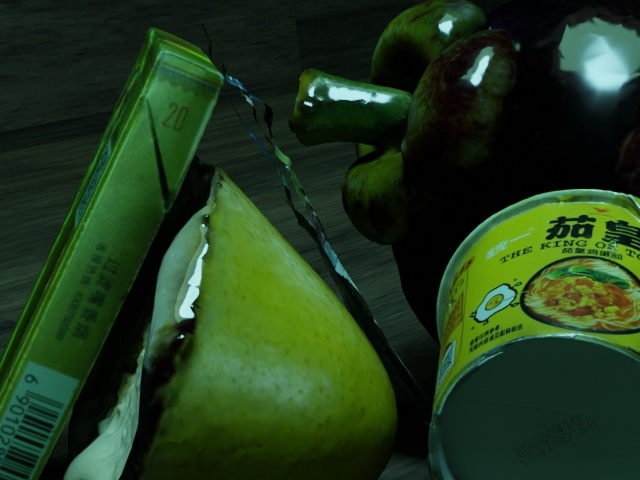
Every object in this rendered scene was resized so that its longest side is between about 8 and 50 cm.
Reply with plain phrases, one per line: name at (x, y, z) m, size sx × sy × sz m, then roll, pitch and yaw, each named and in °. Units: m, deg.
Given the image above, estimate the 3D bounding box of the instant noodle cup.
instant noodle cup at (0.140, 0.081, 0.685) m, size 0.182 × 0.182 × 0.144 m, roll -1°, pitch 23°, yaw 17°

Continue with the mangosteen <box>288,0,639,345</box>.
mangosteen at (0.168, -0.045, 0.848) m, size 0.297 × 0.296 × 0.313 m, roll 4°, pitch -24°, yaw 32°

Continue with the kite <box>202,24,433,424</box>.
kite at (-0.002, 0.001, 0.811) m, size 0.015 × 0.310 × 0.169 m, roll -32°, pitch 25°, yaw -5°

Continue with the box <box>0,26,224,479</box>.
box at (-0.145, 0.026, 0.756) m, size 0.043 × 0.311 × 0.173 m, roll 24°, pitch 8°, yaw -14°

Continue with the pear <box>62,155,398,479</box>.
pear at (-0.043, 0.089, 0.720) m, size 0.178 × 0.266 × 0.267 m, roll 19°, pitch 9°, yaw -13°
